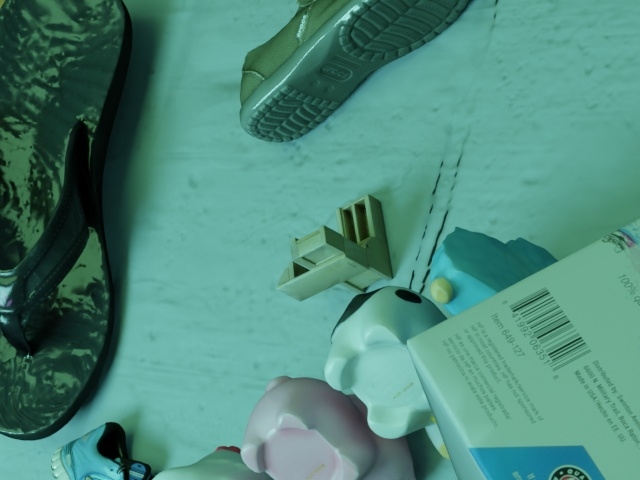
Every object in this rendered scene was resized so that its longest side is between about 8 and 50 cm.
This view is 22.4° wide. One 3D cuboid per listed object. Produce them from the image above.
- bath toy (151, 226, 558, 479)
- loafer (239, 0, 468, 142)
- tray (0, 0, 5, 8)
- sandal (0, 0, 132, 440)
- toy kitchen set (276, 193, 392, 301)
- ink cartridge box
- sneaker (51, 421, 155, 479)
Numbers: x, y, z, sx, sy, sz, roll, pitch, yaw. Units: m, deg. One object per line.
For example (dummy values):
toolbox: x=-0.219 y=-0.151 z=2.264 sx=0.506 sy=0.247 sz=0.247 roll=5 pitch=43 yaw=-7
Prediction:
bath toy: x=0.025 y=0.129 z=1.139 sx=0.348 sy=0.151 sz=0.129 roll=-39 pitch=11 yaw=25
loafer: x=0.020 y=-0.183 z=1.309 sx=0.251 sy=0.094 sz=0.087 roll=-36 pitch=54 yaw=24
tray: x=-0.315 y=-0.242 z=1.653 sx=0.203 sy=0.076 sz=0.411 roll=0 pitch=70 yaw=42
sandal: x=-0.268 y=-0.047 z=1.441 sx=0.167 sy=0.107 sz=0.446 roll=-1 pitch=72 yaw=10
toy kitchen set: x=0.000 y=0.000 z=1.247 sx=0.068 sy=0.083 sz=0.075 roll=-27 pitch=54 yaw=29
ink cartridge box: x=0.200 y=0.105 z=0.903 sx=0.232 sy=0.168 sz=0.171 roll=-27 pitch=50 yaw=-4
sneaker: x=-0.168 y=0.211 z=1.315 sx=0.073 sy=0.063 sz=0.162 roll=-42 pitch=48 yaw=14
